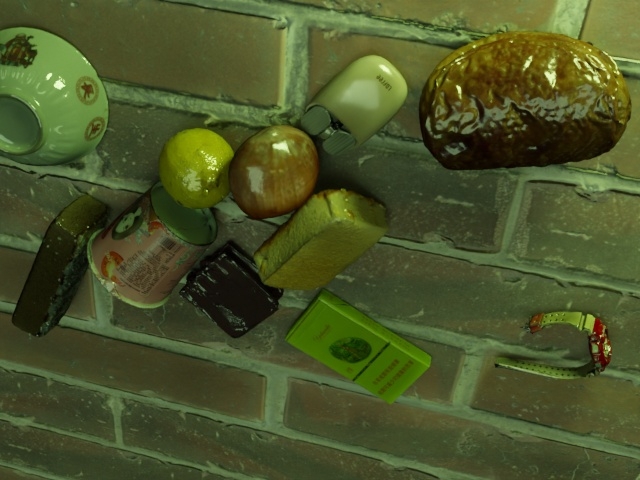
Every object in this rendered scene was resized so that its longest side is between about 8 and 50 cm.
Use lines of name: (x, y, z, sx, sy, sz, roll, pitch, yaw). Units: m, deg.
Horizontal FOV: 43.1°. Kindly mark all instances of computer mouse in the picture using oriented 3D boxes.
computer mouse: (0.069, -0.275, 1.670, 0.236, 0.082, 0.145, -35, 109, 32)

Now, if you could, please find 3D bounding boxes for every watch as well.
watch: (0.539, 0.245, 1.898, 0.268, 0.102, 0.165, 3, 118, 25)

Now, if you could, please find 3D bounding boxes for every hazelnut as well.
hazelnut: (-0.098, -0.150, 1.724, 0.176, 0.214, 0.214, 31, 131, 24)

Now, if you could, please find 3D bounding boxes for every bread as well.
bread: (0.000, 0.000, 1.826, 0.184, 0.114, 0.274, 12, 139, -42)
bread: (-0.664, 0.070, 2.075, 0.113, 0.165, 0.416, 31, 127, -5)

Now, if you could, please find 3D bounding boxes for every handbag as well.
handbag: (-0.224, 0.127, 2.042, 0.216, 0.074, 0.203, 41, 125, -11)

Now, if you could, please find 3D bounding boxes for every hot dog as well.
hot dog: (0.383, -0.253, 1.542, 0.387, 0.174, 0.267, -3, 126, 14)

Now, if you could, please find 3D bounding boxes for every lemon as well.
lemon: (-0.268, -0.157, 1.785, 0.173, 0.206, 0.173, -10, 120, -18)

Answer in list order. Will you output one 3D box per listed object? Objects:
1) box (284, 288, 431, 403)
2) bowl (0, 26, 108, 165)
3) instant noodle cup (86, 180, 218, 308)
box: (0.094, 0.275, 2.068, 0.335, 0.047, 0.187, 32, 127, -8)
bowl: (-0.658, -0.288, 1.803, 0.337, 0.157, 0.337, 3, 121, 5)
instant noodle cup: (-0.388, 0.001, 1.911, 0.243, 0.243, 0.231, 41, 119, -13)
